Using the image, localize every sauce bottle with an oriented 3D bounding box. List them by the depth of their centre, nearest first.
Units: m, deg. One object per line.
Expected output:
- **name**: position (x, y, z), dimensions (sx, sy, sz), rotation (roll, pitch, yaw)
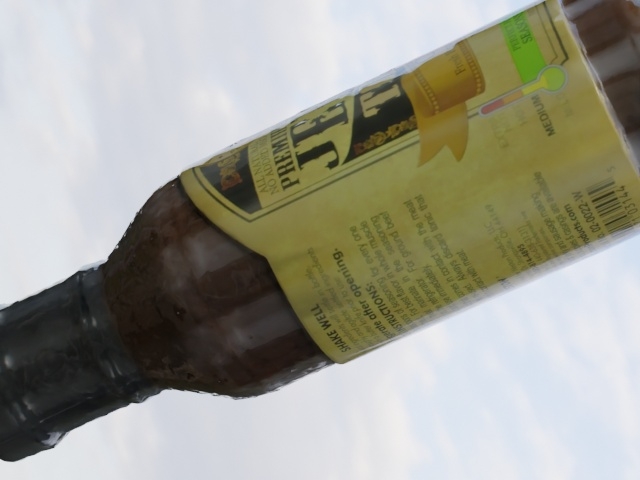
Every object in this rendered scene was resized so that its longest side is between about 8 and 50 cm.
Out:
- **sauce bottle**: position (0.000, 0.000, 0.811), dimensions (0.111, 0.344, 0.111), rotation (62, 10, -19)
